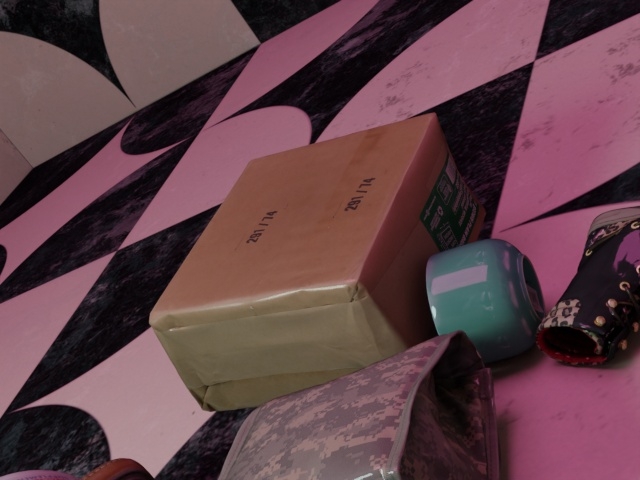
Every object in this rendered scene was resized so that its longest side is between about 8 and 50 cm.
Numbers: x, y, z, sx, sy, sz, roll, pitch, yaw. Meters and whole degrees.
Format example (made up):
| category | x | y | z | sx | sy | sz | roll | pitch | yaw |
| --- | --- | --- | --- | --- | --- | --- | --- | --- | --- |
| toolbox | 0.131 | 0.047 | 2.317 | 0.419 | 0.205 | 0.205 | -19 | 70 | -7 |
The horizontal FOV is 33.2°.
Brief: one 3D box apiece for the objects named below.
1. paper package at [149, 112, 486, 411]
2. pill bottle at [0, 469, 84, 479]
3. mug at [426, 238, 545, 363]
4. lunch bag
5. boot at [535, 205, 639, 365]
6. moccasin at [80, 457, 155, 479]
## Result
| category | x | y | z | sx | sy | sz | roll | pitch | yaw |
| --- | --- | --- | --- | --- | --- | --- | --- | --- | --- |
| paper package | 0.007 | 0.028 | 1.288 | 0.309 | 0.168 | 0.325 | -11 | 33 | 32 |
| pill bottle | -0.225 | 0.374 | 0.996 | 0.229 | 0.229 | 0.408 | -44 | 24 | -19 |
| mug | 0.185 | 0.056 | 1.156 | 0.097 | 0.129 | 0.157 | -17 | 26 | 23 |
| lunch bag | 0.037 | 0.214 | 0.999 | 0.235 | 0.169 | 0.287 | -26 | 17 | 25 |
| boot | 0.329 | 0.039 | 1.046 | 0.236 | 0.085 | 0.178 | -14 | 33 | 56 |
| moccasin | -0.348 | 0.403 | 1.264 | 0.380 | 0.139 | 0.147 | -49 | 32 | -6 |
